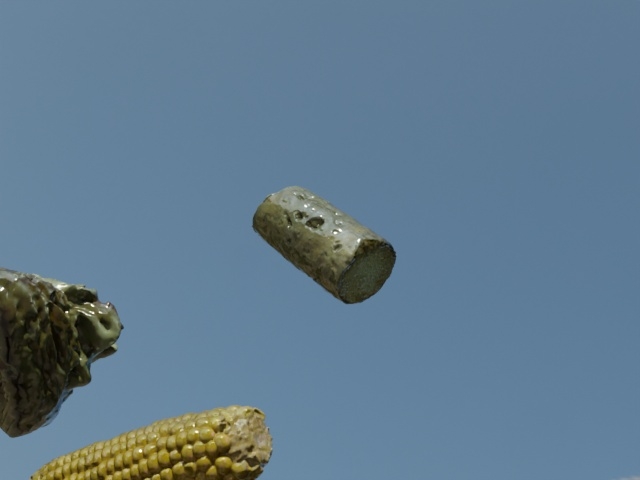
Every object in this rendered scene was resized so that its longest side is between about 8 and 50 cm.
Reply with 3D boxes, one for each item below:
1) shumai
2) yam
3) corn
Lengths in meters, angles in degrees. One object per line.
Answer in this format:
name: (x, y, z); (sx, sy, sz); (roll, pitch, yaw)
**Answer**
shumai: (-0.421, 0.145, 1.657); (0.189, 0.218, 0.256); (16, -63, 45)
yam: (0.000, 0.000, 1.552); (0.194, 0.107, 0.107); (36, -32, 35)
corn: (-0.210, 0.280, 1.279); (0.347, 0.130, 0.130); (-23, -58, 23)
